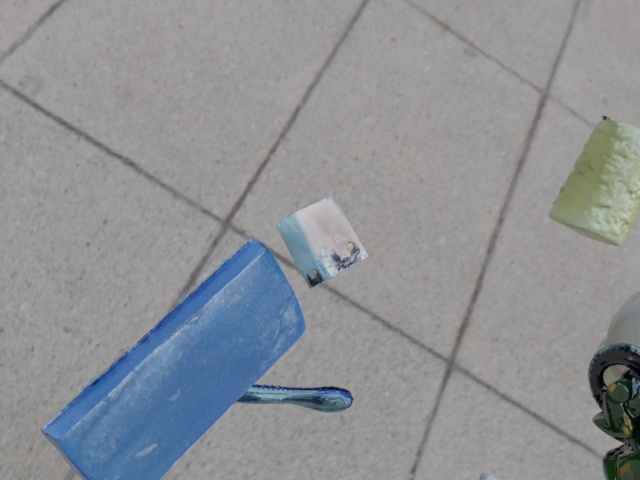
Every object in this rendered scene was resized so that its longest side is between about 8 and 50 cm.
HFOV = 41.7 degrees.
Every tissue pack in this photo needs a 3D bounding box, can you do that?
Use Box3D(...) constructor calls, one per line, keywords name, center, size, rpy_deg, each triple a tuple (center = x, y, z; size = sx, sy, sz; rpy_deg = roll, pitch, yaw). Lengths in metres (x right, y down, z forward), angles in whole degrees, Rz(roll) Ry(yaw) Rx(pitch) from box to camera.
Box3D(name="tissue pack", center=(0.000, 0.000, 1.035), size=(0.074, 0.058, 0.094), rpy_deg=(-29, 89, -35))

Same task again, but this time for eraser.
Box3D(name="eraser", center=(-0.147, 0.147, 0.937), size=(0.312, 0.042, 0.144), rpy_deg=(-43, 130, -24))

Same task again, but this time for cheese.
Box3D(name="cheese", center=(0.415, -0.084, 1.213), size=(0.093, 0.167, 0.123), rpy_deg=(24, 5, -44))

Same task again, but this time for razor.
Box3D(name="razor", center=(-0.111, 0.237, 1.321), size=(0.324, 0.093, 0.056), rpy_deg=(8, 23, 7))

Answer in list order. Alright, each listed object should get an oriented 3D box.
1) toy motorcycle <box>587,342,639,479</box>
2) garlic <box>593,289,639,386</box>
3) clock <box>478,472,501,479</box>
Box3D(name="toy motorcycle", center=(0.332, 0.190, 0.659), size=(0.124, 0.274, 0.187), rpy_deg=(-18, 109, -38))
Box3D(name="garlic", center=(0.459, 0.128, 1.003), size=(0.203, 0.281, 0.185), rpy_deg=(-39, 100, -35))
Box3D(name="clock", center=(0.255, 0.362, 1.036), size=(0.150, 0.197, 0.063), rpy_deg=(24, 72, 19))
